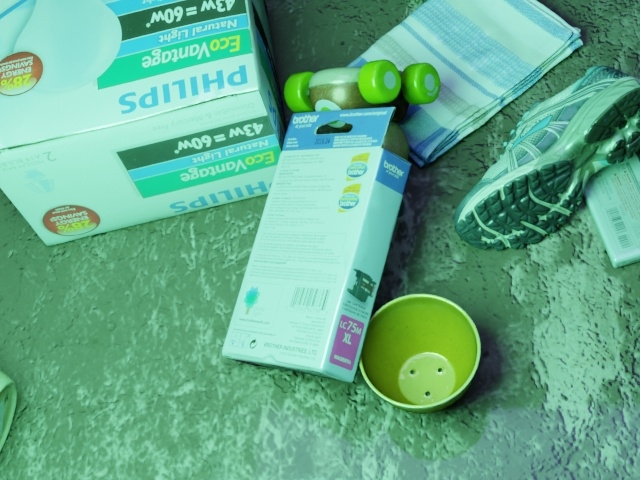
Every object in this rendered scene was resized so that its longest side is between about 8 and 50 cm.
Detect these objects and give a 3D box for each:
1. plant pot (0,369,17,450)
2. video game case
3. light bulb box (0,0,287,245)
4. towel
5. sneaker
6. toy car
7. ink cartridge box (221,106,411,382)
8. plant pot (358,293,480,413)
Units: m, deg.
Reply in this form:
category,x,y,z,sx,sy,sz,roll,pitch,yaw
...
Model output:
category,x,y,z,sx,sy,sz,roll,pitch,yaw
plant pot,-0.508,0.182,1.297,0.274,0.256,0.256,17,66,2
video game case,0.406,-0.073,1.347,0.173,0.022,0.190,-17,59,3
light bulb box,-0.243,-0.231,1.452,0.358,0.225,0.361,-13,59,4
towel,0.178,-0.242,1.480,0.285,0.034,0.209,-39,61,-10
sneaker,0.274,-0.101,1.346,0.283,0.110,0.122,-38,37,7
toy car,0.055,-0.120,1.379,0.155,0.149,0.188,-1,93,44
ink cartridge box,0.000,0.000,1.287,0.186,0.065,0.311,2,75,49
plant pot,0.116,0.140,1.249,0.134,0.095,0.134,-5,61,10
